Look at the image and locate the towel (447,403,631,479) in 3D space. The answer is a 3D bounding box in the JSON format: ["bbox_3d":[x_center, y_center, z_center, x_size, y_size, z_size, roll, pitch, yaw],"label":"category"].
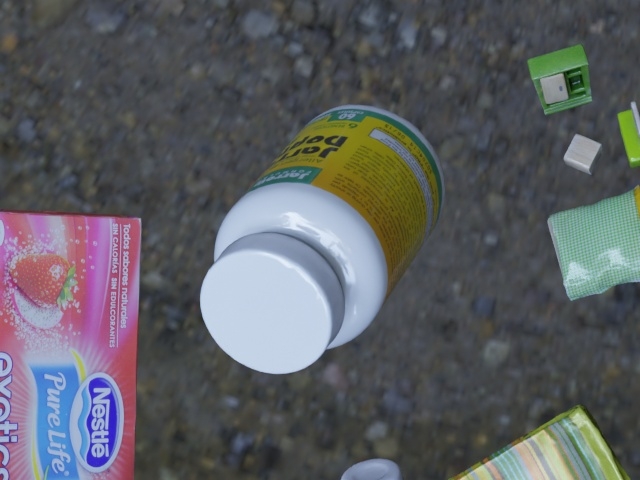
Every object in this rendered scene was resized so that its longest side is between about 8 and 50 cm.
[{"bbox_3d":[0.074,0.194,1.098,0.237,0.021,0.102,-32,76,12],"label":"towel"}]

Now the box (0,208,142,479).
[{"bbox_3d":[-0.233,0.127,1.446,0.154,0.142,0.300,-1,88,57],"label":"box"}]

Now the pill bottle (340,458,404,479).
[{"bbox_3d":[0.042,0.195,1.326,0.043,0.043,0.083,-6,113,17],"label":"pill bottle"}]

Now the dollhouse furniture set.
[{"bbox_3d":[0.175,-0.045,1.234,0.076,0.151,0.058,-15,158,8],"label":"dollhouse furniture set"}]

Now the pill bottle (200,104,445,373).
[{"bbox_3d":[0.000,0.000,1.267,0.118,0.208,0.117,10,119,18],"label":"pill bottle"}]
